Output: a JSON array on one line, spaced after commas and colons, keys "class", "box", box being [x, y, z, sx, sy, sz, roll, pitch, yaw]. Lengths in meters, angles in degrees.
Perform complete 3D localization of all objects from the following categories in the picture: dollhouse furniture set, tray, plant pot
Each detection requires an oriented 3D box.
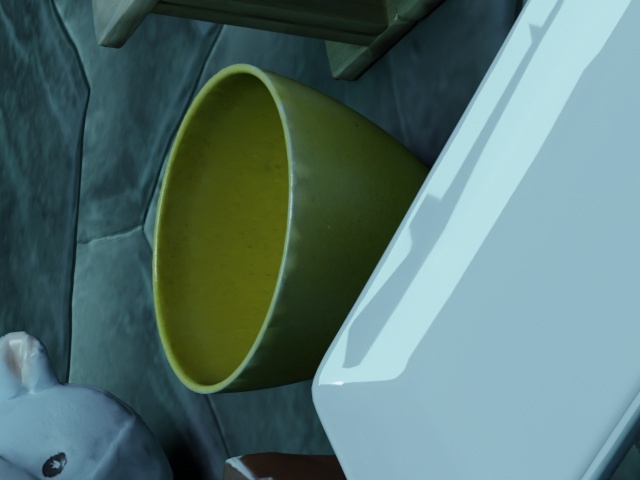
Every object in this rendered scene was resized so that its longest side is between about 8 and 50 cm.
[{"class": "dollhouse furniture set", "box": [-0.022, -0.184, 0.867, 0.129, 0.129, 0.183, -39, 51, 54]}, {"class": "tray", "box": [0.085, -0.021, 0.533, 0.270, 0.030, 0.145, -61, 28, 22]}, {"class": "plant pot", "box": [0.000, 0.000, 0.815, 0.134, 0.095, 0.134, -25, 62, 60]}]

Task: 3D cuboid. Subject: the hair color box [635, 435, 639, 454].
[{"class": "hair color box", "box": [0.122, 0.024, 0.584, 0.093, 0.053, 0.167, 99, 156, -50]}]

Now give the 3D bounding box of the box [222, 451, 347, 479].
[{"class": "box", "box": [0.020, 0.281, 0.661, 0.191, 0.143, 0.381, 31, 113, 61]}]

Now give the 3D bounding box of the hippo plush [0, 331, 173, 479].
[{"class": "hippo plush", "box": [-0.154, 0.192, 1.013, 0.236, 0.234, 0.294, -35, 8, 34]}]
